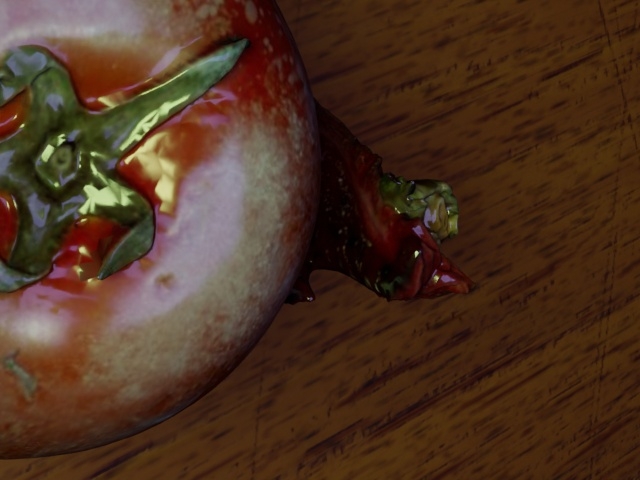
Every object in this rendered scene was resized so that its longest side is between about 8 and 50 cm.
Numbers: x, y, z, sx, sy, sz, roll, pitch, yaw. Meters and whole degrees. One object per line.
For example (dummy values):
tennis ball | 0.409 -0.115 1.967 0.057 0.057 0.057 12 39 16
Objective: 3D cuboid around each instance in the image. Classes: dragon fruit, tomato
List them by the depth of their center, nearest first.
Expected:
tomato | -0.135 -0.039 0.740 0.270 0.227 0.270 -2 96 -22
dragon fruit | 0.000 -0.019 0.887 0.122 0.192 0.092 -15 113 -24
